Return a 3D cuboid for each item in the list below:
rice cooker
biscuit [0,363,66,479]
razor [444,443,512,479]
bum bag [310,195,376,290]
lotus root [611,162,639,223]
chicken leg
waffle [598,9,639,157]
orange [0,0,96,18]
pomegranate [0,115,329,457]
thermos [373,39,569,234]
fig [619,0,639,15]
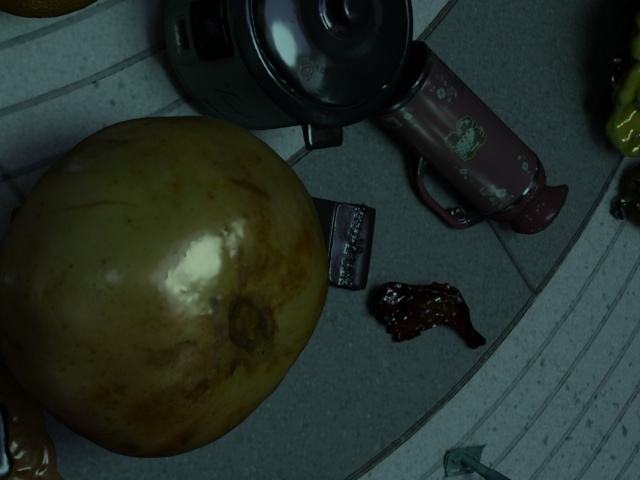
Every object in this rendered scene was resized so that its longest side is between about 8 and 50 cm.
[{"bbox_3d":[-0.031,-0.237,1.279,0.241,0.227,0.281,-9,95,-37],"label":"rice cooker"},{"bbox_3d":[-0.323,0.294,1.166,0.202,0.047,0.334,-25,105,-35],"label":"biscuit"},{"bbox_3d":[0.230,0.313,1.535,0.068,0.135,0.040,-1,109,-37],"label":"razor"},{"bbox_3d":[0.000,0.000,1.428,0.159,0.026,0.109,10,85,-37],"label":"bum bag"},{"bbox_3d":[0.562,-0.063,1.797,0.241,0.124,0.123,12,93,-36],"label":"lotus root"},{"bbox_3d":[0.148,0.094,1.528,0.205,0.053,0.093,10,106,-30],"label":"chicken leg"},{"bbox_3d":[0.566,-0.298,1.706,0.382,0.095,0.380,-25,143,-33],"label":"waffle"},{"bbox_3d":[-0.280,-0.308,1.114,0.206,0.206,0.206,0,90,-37],"label":"orange"},{"bbox_3d":[-0.167,0.035,1.149,0.338,0.338,0.338,0,90,-37],"label":"pomegranate"},{"bbox_3d":[0.194,-0.103,1.524,0.330,0.109,0.136,39,67,-31],"label":"thermos"},{"bbox_3d":[0.535,-0.442,1.788,0.159,0.159,0.257,49,45,-26],"label":"fig"}]
